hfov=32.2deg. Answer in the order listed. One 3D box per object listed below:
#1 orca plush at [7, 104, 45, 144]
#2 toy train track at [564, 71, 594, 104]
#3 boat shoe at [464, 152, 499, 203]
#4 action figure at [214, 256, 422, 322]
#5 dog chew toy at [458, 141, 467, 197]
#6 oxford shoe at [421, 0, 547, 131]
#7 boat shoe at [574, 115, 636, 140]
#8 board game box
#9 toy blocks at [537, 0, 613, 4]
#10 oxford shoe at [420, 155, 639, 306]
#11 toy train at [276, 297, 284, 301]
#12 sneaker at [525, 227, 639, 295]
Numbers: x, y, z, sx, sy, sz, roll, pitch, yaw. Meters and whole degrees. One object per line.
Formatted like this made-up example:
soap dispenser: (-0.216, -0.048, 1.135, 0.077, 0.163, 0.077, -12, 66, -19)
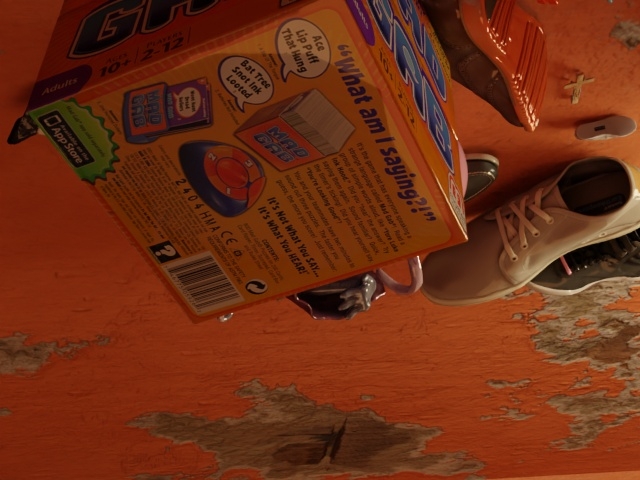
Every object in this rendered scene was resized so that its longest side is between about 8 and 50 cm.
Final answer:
orca plush: (-0.337, -0.124, 1.686, 0.287, 0.151, 0.102, 11, 176, -33)
toy train track: (0.398, -0.239, 1.725, 0.048, 0.014, 0.083, -15, 155, -1)
boat shoe: (0.180, -0.045, 1.921, 0.319, 0.099, 0.116, -29, 143, 32)
action figure: (-0.065, -0.027, 1.640, 0.275, 0.370, 0.248, -19, 113, -23)
dog chew toy: (0.062, -0.126, 1.678, 0.331, 0.207, 0.206, 24, 138, -28)
oxford shoe: (0.231, -0.270, 1.569, 0.132, 0.130, 0.364, 6, 157, 29)
boat shoe: (0.466, -0.181, 1.822, 0.100, 0.035, 0.035, -12, 177, 0)
board game box: (-0.063, -0.185, 1.302, 0.356, 0.356, 0.357, -17, 130, 18)
toy blocks: (0.331, -0.352, 1.482, 0.123, 0.054, 0.148, -22, 146, 23)
oxford shoe: (0.366, -0.024, 1.934, 0.449, 0.169, 0.130, -25, 149, 15)
toy train: (0.000, 0.000, 1.930, 0.105, 0.143, 0.248, 26, 142, -31)
sneaker: (0.525, 0.020, 2.105, 0.295, 0.105, 0.147, -7, 148, -12)
